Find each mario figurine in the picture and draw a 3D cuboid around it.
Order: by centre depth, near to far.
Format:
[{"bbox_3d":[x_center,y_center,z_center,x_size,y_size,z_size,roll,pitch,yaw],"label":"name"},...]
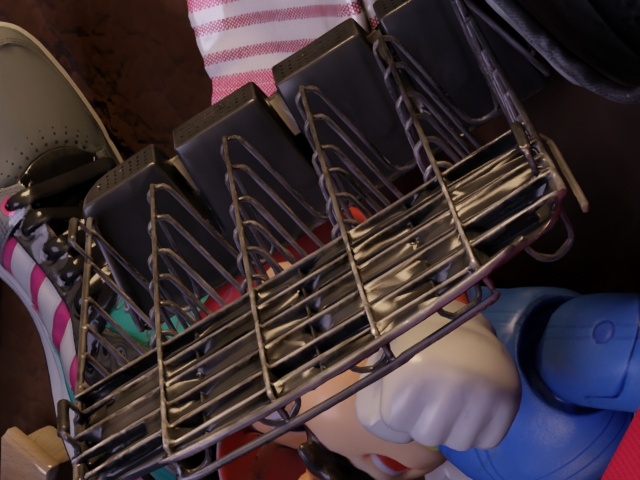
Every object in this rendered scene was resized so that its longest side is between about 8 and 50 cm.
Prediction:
[{"bbox_3d":[0.065,0.088,0.770,0.320,0.170,0.198,2,121,43],"label":"mario figurine"}]

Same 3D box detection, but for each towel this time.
[{"bbox_3d":[-0.039,-0.151,0.847,0.144,0.029,0.197,0,114,59],"label":"towel"}]

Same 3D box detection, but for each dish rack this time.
[{"bbox_3d":[0.000,0.000,0.684,0.074,0.208,0.271,53,-170,-23],"label":"dish rack"}]

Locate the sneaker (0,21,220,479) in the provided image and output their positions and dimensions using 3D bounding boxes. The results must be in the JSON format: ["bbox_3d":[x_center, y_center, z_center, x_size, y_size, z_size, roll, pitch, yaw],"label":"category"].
[{"bbox_3d":[-0.096,0.018,0.950,0.178,0.124,0.295,-6,113,54],"label":"sneaker"}]

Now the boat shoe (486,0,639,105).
[{"bbox_3d":[0.048,-0.170,0.711,0.306,0.105,0.113,54,139,13],"label":"boat shoe"}]

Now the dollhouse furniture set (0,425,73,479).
[{"bbox_3d":[-0.292,0.049,1.150,0.303,0.174,0.355,33,131,32],"label":"dollhouse furniture set"}]

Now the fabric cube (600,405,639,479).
[{"bbox_3d":[0.233,0.091,0.467,0.254,0.258,0.259,42,140,-7],"label":"fabric cube"}]
